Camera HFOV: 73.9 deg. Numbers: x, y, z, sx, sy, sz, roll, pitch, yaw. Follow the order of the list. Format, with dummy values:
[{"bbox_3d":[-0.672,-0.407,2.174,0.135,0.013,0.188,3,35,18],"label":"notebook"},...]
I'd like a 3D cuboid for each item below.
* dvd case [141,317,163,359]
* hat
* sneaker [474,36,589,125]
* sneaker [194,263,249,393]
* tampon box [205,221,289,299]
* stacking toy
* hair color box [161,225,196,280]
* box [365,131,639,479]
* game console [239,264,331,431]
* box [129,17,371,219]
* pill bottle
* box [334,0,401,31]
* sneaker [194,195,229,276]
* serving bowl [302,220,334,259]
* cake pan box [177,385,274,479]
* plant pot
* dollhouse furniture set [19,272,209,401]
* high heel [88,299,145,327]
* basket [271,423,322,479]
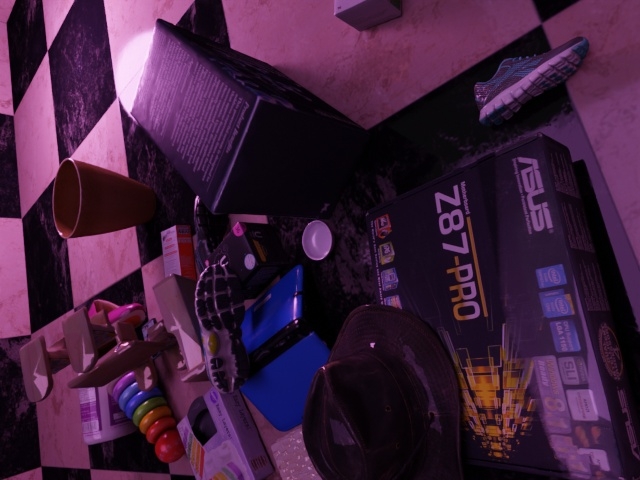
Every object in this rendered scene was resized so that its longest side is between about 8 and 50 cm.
[{"bbox_3d":[-0.553,0.325,1.399,0.087,0.013,0.120,-35,66,36],"label":"dvd case"},{"bbox_3d":[0.051,0.262,0.626,0.331,0.133,0.332,-10,78,55],"label":"hat"},{"bbox_3d":[0.297,-0.246,0.624,0.166,0.064,0.076,-32,65,35],"label":"sneaker"},{"bbox_3d":[-0.227,0.190,0.928,0.110,0.106,0.276,-21,72,59],"label":"sneaker"},{"bbox_3d":[-0.175,0.052,1.009,0.161,0.101,0.121,-45,62,31],"label":"tampon box"},{"bbox_3d":[-0.516,0.526,1.291,0.330,0.141,0.141,40,115,30],"label":"stacking toy"},{"bbox_3d":[-0.420,0.047,1.260,0.093,0.053,0.168,-16,80,42],"label":"hair color box"},{"bbox_3d":[0.221,0.099,0.605,0.318,0.097,0.396,-22,67,48],"label":"box"},{"bbox_3d":[-0.068,0.246,0.962,0.293,0.173,0.250,-41,32,33],"label":"game console"},{"bbox_3d":[-0.153,-0.238,0.867,0.395,0.293,0.212,45,117,32],"label":"box"},{"bbox_3d":[-0.724,0.511,1.446,0.169,0.169,0.302,-23,74,39],"label":"pill bottle"},{"bbox_3d":[0.088,-0.467,0.793,0.101,0.087,0.101,0,89,42],"label":"box"},{"bbox_3d":[-0.299,0.002,1.122,0.106,0.101,0.268,-20,76,42],"label":"sneaker"},{"bbox_3d":[0.000,0.000,0.904,0.083,0.027,0.084,-1,89,41],"label":"serving bowl"},{"bbox_3d":[-0.255,0.527,1.097,0.246,0.070,0.267,-47,60,28],"label":"cake pan box"},{"bbox_3d":[-0.669,-0.120,1.348,0.237,0.254,0.238,-1,88,41],"label":"plant pot"},{"bbox_3d":[-0.442,0.306,1.088,0.394,0.362,0.257,-32,67,8],"label":"dollhouse furniture set"},{"bbox_3d":[-0.726,0.239,1.483,0.377,0.127,0.182,-30,68,35],"label":"high heel"},{"bbox_3d":[-0.006,0.417,0.852,0.167,0.103,0.113,-41,65,32],"label":"basket"}]
